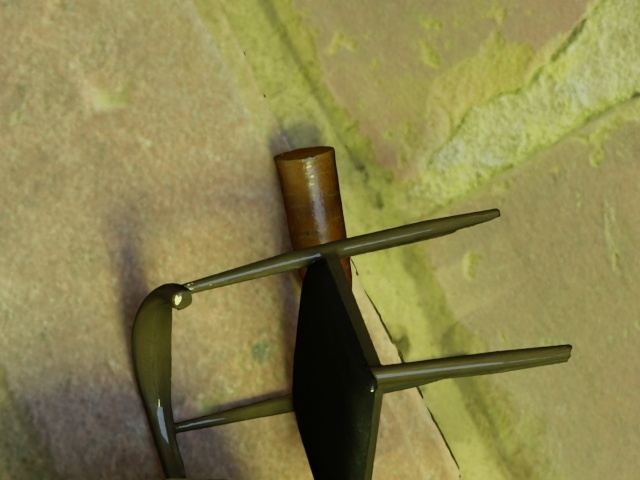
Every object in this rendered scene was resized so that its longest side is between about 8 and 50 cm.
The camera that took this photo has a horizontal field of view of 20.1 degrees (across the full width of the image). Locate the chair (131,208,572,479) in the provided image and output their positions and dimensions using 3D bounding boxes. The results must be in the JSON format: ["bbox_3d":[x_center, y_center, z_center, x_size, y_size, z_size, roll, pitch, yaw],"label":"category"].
[{"bbox_3d":[0.015,0.105,1.275,0.272,0.166,0.188,-7,131,-14],"label":"chair"}]

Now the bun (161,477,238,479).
[{"bbox_3d":[-0.132,0.267,1.230,0.273,0.168,0.273,-14,124,-23],"label":"bun"}]

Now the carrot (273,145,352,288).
[{"bbox_3d":[0.000,0.000,1.350,0.048,0.048,0.139,-13,97,-20],"label":"carrot"}]
